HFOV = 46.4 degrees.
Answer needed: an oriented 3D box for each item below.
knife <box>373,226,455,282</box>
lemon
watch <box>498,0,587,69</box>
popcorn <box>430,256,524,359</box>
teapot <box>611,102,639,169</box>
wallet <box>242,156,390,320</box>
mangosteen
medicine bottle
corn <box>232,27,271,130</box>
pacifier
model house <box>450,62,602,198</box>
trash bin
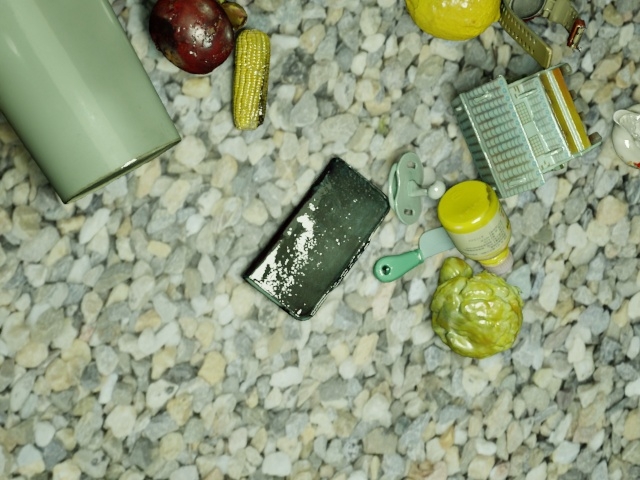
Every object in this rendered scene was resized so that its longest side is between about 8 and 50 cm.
[{"bbox_3d":[0.226,0.015,1.574,0.260,0.034,0.063,-25,87,-15],"label":"knife"},{"bbox_3d":[0.268,-0.493,1.505,0.193,0.180,0.181,17,86,21],"label":"lemon"},{"bbox_3d":[0.453,-0.434,1.507,0.164,0.102,0.268,-6,47,-19],"label":"watch"},{"bbox_3d":[0.311,0.130,1.519,0.198,0.212,0.198,-13,136,-13],"label":"popcorn"},{"bbox_3d":[0.712,-0.222,1.625,0.226,0.092,0.145,19,89,-11],"label":"teapot"},{"bbox_3d":[0.000,0.000,1.521,0.172,0.045,0.318,38,80,-10],"label":"wallet"},{"bbox_3d":[-0.236,-0.412,1.436,0.166,0.166,0.180,40,58,-7],"label":"mangosteen"},{"bbox_3d":[0.328,-0.014,1.514,0.122,0.122,0.212,-46,132,-7],"label":"medicine bottle"},{"bbox_3d":[-0.138,-0.320,1.489,0.072,0.072,0.203,5,90,-10],"label":"corn"},{"bbox_3d":[0.197,-0.107,1.519,0.126,0.116,0.150,15,82,-49],"label":"pacifier"},{"bbox_3d":[0.398,-0.224,1.495,0.215,0.198,0.224,-26,96,-30],"label":"model house"},{"bbox_3d":[-0.462,-0.308,1.332,0.280,0.280,0.432,-31,98,-9],"label":"trash bin"}]
